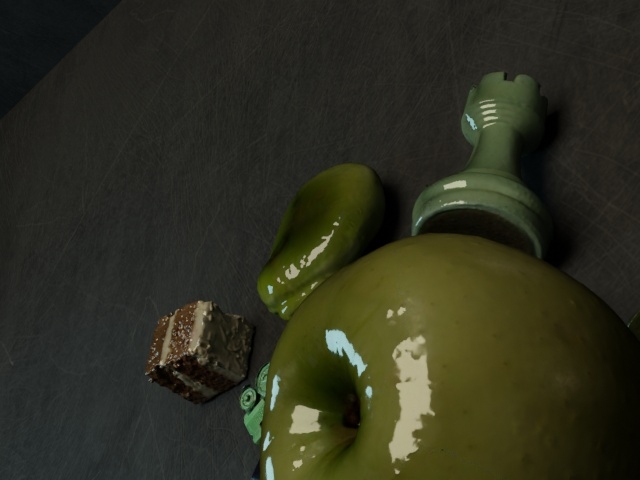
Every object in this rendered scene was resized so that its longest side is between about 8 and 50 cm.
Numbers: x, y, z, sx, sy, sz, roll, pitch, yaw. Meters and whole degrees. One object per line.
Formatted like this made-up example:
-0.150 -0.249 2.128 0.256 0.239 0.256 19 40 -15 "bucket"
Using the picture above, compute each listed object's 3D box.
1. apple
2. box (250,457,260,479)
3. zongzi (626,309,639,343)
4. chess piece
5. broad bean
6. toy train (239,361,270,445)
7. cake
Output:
0.165 0.220 1.539 0.473 0.474 0.473 -37 37 34 "apple"
0.010 0.320 2.033 0.259 0.071 0.168 6 70 57 "box"
0.419 0.079 1.672 0.130 0.062 0.154 -54 6 -34 "zongzi"
0.245 -0.098 1.956 0.194 0.194 0.299 -29 33 42 "chess piece"
-0.001 0.000 2.268 0.291 0.119 0.238 -59 21 -10 "broad bean"
-0.058 0.241 2.209 0.178 0.071 0.104 -52 39 16 "toy train"
-0.207 0.194 2.416 0.147 0.135 0.134 -21 47 41 "cake"
